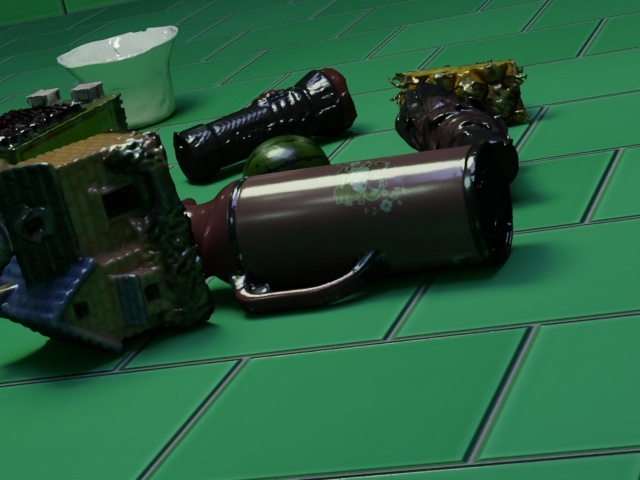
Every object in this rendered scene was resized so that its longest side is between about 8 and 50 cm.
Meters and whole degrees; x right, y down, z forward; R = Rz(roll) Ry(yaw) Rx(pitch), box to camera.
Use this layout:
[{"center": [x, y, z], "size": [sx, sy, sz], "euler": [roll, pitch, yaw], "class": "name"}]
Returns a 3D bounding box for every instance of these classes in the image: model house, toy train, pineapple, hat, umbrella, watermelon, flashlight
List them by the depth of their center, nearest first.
[{"center": [-0.222, 0.008, 1.568], "size": [0.172, 0.183, 0.166], "euler": [-20, 15, -30], "class": "model house"}, {"center": [-0.038, -0.063, 1.820], "size": [0.109, 0.109, 0.109], "euler": [-13, 15, 4], "class": "watermelon"}, {"center": [0.149, -0.111, 1.850], "size": [0.094, 0.090, 0.326], "euler": [-13, 15, -9], "class": "umbrella"}, {"center": [-0.304, -0.056, 1.874], "size": [0.134, 0.177, 0.261], "euler": [-4, 19, 29], "class": "toy train"}, {"center": [0.150, -0.172, 2.097], "size": [0.135, 0.080, 0.233], "euler": [-10, 8, -18], "class": "pineapple"}, {"center": [-0.072, -0.143, 2.158], "size": [0.232, 0.093, 0.093], "euler": [-20, 17, -22], "class": "flashlight"}, {"center": [-0.287, -0.234, 2.584], "size": [0.203, 0.126, 0.203], "euler": [-12, 15, 3], "class": "hat"}]

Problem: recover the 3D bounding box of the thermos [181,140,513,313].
[{"center": [0.003, -0.001, 1.590], "size": [0.330, 0.136, 0.109], "euler": [-7, -11, 22], "class": "thermos"}]
